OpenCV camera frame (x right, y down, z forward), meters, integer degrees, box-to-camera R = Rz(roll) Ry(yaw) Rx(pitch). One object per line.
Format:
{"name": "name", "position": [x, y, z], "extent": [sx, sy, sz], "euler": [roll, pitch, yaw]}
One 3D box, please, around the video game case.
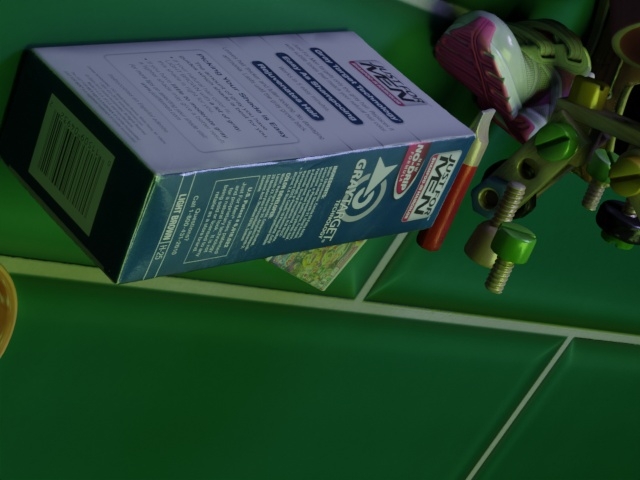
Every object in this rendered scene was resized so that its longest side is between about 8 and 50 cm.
{"name": "video game case", "position": [0.000, 0.000, 1.637], "extent": [0.087, 0.011, 0.122], "euler": [-50, 148, 6]}

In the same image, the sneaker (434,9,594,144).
{"name": "sneaker", "position": [0.194, -0.172, 1.600], "extent": [0.111, 0.103, 0.252], "euler": [-49, 156, 2]}

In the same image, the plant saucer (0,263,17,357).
{"name": "plant saucer", "position": [-0.333, 0.077, 1.309], "extent": [0.200, 0.037, 0.200], "euler": [-30, 146, -24]}

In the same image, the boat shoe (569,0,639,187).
{"name": "boat shoe", "position": [0.337, -0.197, 1.723], "extent": [0.110, 0.104, 0.307], "euler": [-9, 132, -44]}

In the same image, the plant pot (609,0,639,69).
{"name": "plant pot", "position": [0.344, -0.252, 1.522], "extent": [0.201, 0.201, 0.180], "euler": [42, 58, -58]}

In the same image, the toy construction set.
{"name": "toy construction set", "position": [0.256, -0.079, 1.500], "extent": [0.308, 0.257, 0.237], "euler": [2, 121, -36]}

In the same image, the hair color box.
{"name": "hair color box", "position": [-0.059, -0.075, 1.328], "extent": [0.347, 0.174, 0.105], "euler": [-10, 134, -43]}
